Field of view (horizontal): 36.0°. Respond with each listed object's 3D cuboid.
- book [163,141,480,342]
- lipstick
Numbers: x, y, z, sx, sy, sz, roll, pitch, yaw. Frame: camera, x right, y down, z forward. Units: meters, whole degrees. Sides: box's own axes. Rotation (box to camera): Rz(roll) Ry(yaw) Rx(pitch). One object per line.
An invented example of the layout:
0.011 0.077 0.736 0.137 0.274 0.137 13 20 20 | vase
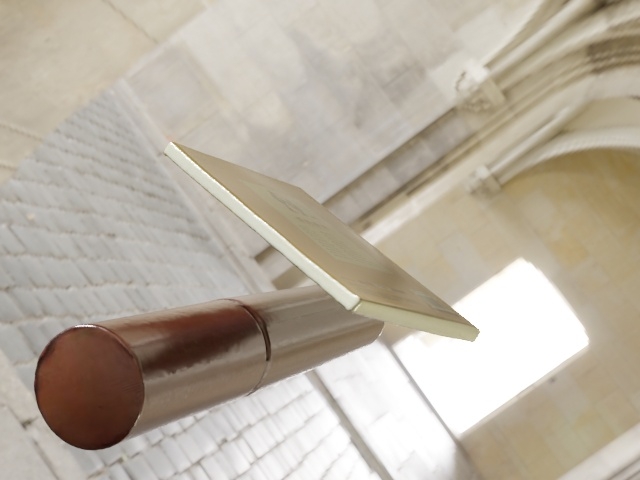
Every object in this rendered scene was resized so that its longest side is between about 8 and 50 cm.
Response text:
0.000 0.000 0.552 0.118 0.012 0.172 18 16 -49 | book
-0.035 0.057 0.568 0.057 0.057 0.357 55 16 11 | lipstick
